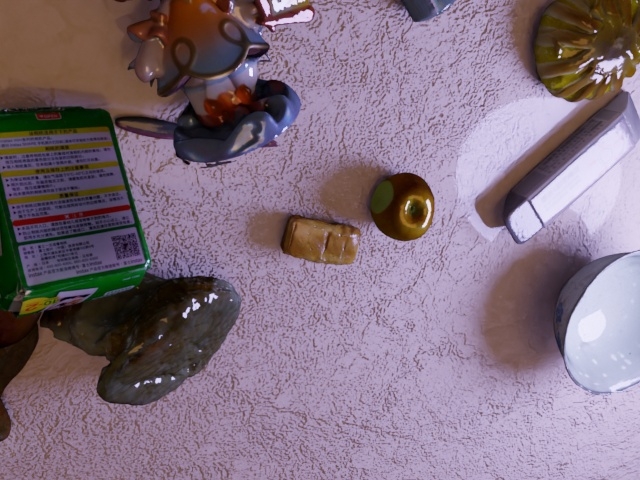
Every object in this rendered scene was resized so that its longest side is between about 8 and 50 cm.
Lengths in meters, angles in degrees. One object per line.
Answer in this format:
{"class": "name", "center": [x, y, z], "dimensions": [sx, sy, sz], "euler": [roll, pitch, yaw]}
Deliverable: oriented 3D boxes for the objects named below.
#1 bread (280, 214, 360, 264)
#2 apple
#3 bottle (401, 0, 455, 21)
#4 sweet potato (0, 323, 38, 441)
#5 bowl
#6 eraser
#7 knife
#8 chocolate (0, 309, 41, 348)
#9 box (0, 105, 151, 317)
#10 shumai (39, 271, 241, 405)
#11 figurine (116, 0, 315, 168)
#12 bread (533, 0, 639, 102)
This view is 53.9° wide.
{"class": "bread", "center": [0.000, 0.000, 1.048], "dimensions": [0.132, 0.053, 0.074], "euler": [12, 106, -23]}
{"class": "apple", "center": [0.143, -0.055, 1.054], "dimensions": [0.099, 0.102, 0.114], "euler": [25, 99, -26]}
{"class": "bottle", "center": [0.099, -0.451, 0.892], "dimensions": [0.082, 0.082, 0.286], "euler": [-40, 119, -2]}
{"class": "sweet potato", "center": [-0.485, 0.209, 0.942], "dimensions": [0.081, 0.062, 0.233], "euler": [15, 107, -27]}
{"class": "bowl", "center": [0.573, 0.139, 1.274], "dimensions": [0.313, 0.146, 0.313], "euler": [-8, 113, -20]}
{"class": "eraser", "center": [0.473, -0.135, 1.175], "dimensions": [0.352, 0.061, 0.089], "euler": [-41, 120, -2]}
{"class": "knife", "center": [-0.178, -0.163, 0.938], "dimensions": [0.247, 0.018, 0.035], "euler": [3, 106, -25]}
{"class": "chocolate", "center": [-0.446, 0.060, 0.847], "dimensions": [0.176, 0.177, 0.177], "euler": [-8, 113, -18]}
{"class": "box", "center": [-0.333, -0.041, 0.795], "dimensions": [0.180, 0.103, 0.250], "euler": [-11, 81, -35]}
{"class": "shumai", "center": [-0.266, 0.108, 0.960], "dimensions": [0.222, 0.203, 0.272], "euler": [-55, 155, 14]}
{"class": "figurine", "center": [-0.175, -0.318, 0.772], "dimensions": [0.276, 0.248, 0.388], "euler": [-32, 128, -10]}
{"class": "bread", "center": [0.468, -0.333, 1.072], "dimensions": [0.213, 0.105, 0.213], "euler": [-9, 116, -20]}
